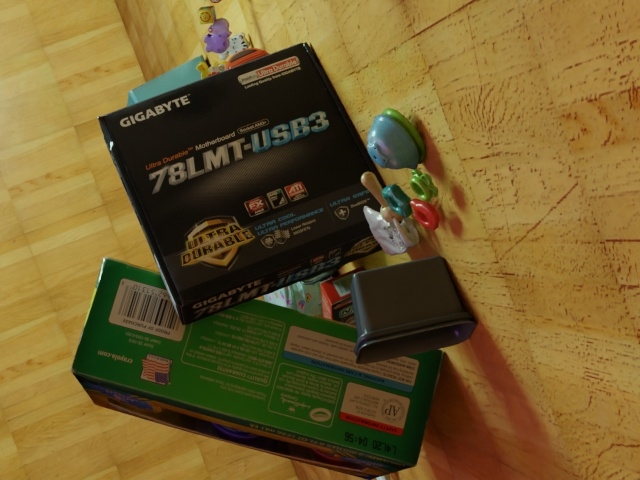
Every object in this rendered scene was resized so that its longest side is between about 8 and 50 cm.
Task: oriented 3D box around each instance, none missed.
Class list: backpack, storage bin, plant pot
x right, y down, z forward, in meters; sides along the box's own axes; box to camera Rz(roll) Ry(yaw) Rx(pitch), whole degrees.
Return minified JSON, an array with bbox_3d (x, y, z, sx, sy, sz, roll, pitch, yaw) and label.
[{"bbox_3d":[-0.038,0.070,1.953,0.182,0.115,0.152,-136,30,-59],"label":"backpack"},{"bbox_3d":[0.096,0.078,1.323,0.098,0.135,0.091,97,161,-68],"label":"storage bin"},{"bbox_3d":[-0.263,-0.224,2.383,0.234,0.165,0.165,61,169,-3],"label":"plant pot"}]

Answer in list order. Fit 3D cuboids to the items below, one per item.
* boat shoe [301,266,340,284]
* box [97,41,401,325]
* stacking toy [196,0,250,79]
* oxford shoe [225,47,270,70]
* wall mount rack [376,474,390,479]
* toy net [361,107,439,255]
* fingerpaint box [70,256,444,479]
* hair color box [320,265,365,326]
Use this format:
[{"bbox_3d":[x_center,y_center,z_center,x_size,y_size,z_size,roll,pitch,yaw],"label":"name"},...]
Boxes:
[{"bbox_3d":[0.000,0.000,1.631,0.103,0.092,0.285,38,167,8],"label":"boat shoe"},{"bbox_3d":[-0.092,-0.078,1.468,0.073,0.295,0.293,93,154,-64],"label":"box"},{"bbox_3d":[-0.160,-0.350,1.776,0.167,0.052,0.221,-76,-22,-63],"label":"stacking toy"},{"bbox_3d":[-0.062,-0.167,1.689,0.098,0.096,0.271,75,168,-58],"label":"oxford shoe"},{"bbox_3d":[0.018,0.305,2.084,0.304,0.130,0.350,-126,19,-52],"label":"wall mount rack"},{"bbox_3d":[0.097,-0.044,1.304,0.122,0.045,0.232,43,161,23],"label":"toy net"},{"bbox_3d":[-0.094,0.195,1.605,0.371,0.444,0.163,117,169,-75],"label":"fingerpaint box"},{"bbox_3d":[0.041,0.103,1.747,0.141,0.072,0.043,85,160,-58],"label":"hair color box"}]
